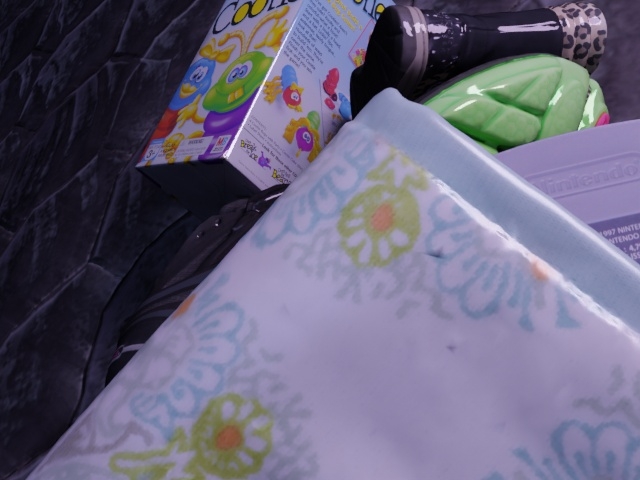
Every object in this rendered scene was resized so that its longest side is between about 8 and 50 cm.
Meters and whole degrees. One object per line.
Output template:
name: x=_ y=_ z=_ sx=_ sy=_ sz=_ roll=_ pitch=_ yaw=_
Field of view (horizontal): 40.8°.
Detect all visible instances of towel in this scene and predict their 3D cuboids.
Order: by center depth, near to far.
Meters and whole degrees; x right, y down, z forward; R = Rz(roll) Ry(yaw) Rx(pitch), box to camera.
towel: x=0.060 y=0.147 z=0.411 sx=0.374 sy=0.090 sz=0.320 roll=42 pitch=87 yaw=21

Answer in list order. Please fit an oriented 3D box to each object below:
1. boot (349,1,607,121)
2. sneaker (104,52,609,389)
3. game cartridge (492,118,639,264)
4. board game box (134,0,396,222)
boot: x=0.123 y=-0.131 z=0.750 sx=0.179 sy=0.236 sz=0.085 roll=-7 pitch=77 yaw=-9
sneaker: x=0.000 y=0.000 z=0.688 sx=0.483 sy=0.185 sz=0.202 roll=-34 pitch=38 yaw=11
game cartridge: x=0.167 y=0.031 z=0.497 sx=0.294 sy=0.060 sz=0.196 roll=-12 pitch=72 yaw=10
board game box: x=-0.041 y=-0.151 z=0.880 sx=0.142 sy=0.144 sz=0.275 roll=0 pitch=58 yaw=44
